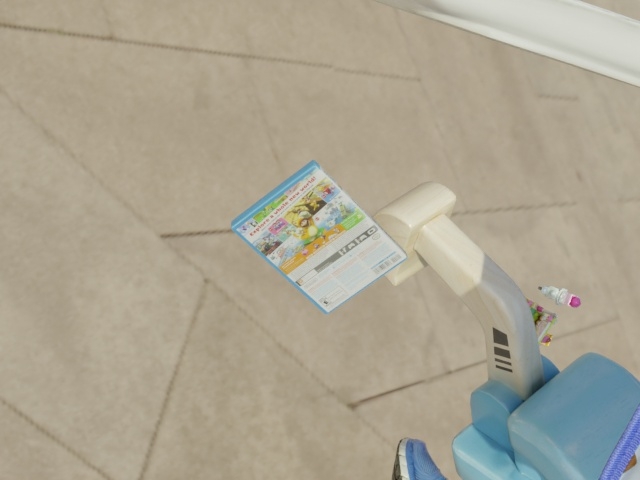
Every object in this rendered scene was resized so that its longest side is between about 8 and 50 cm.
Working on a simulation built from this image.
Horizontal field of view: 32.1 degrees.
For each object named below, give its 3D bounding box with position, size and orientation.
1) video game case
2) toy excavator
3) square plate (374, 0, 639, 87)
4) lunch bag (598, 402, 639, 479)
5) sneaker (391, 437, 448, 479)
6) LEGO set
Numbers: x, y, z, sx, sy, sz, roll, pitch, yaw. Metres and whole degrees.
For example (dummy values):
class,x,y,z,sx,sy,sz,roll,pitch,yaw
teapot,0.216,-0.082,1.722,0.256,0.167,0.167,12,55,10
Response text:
class,x,y,z,sx,sy,sz,roll,pitch,yaw
video game case,0.000,0.000,1.224,0.166,0.119,0.015,44,21,-30
toy excavator,0.255,0.180,1.323,0.222,0.433,0.445,-31,130,-26
square plate,0.176,-0.196,0.989,0.344,0.049,0.347,13,13,-20
lunch bag,0.412,0.114,0.872,0.239,0.385,0.328,36,23,34
sneaker,0.201,0.454,1.841,0.330,0.147,0.129,-107,-160,-56
LEGO set,0.416,0.227,2.137,0.132,0.107,0.287,12,95,-21
